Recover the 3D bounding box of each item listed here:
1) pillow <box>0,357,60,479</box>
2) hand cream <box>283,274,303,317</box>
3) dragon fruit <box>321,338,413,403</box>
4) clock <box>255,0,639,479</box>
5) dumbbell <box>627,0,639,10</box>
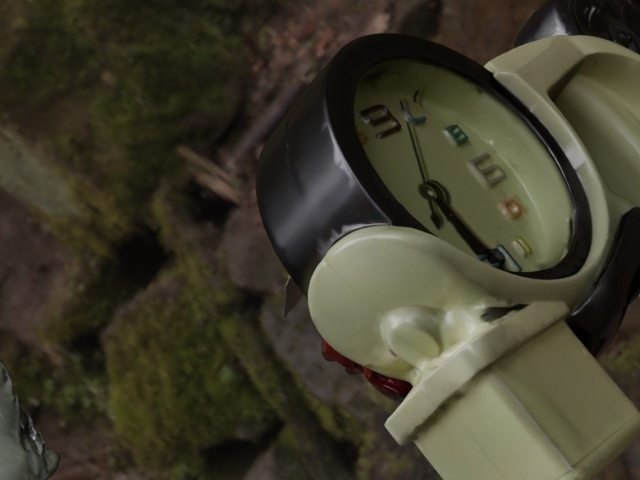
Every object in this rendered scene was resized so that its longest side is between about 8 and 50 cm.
[{"bbox_3d":[-0.231,0.059,0.762,0.128,0.051,0.229,-28,59,-12],"label":"pillow"},{"bbox_3d":[0.000,0.000,1.668,0.047,0.076,0.174,23,61,11],"label":"hand cream"},{"bbox_3d":[0.132,0.031,1.326,0.293,0.233,0.233,-13,47,19],"label":"dragon fruit"},{"bbox_3d":[0.138,-0.010,0.823,0.276,0.379,0.120,53,132,14],"label":"clock"},{"bbox_3d":[0.351,-0.295,1.573,0.225,0.140,0.124,94,-173,-75],"label":"dumbbell"}]
